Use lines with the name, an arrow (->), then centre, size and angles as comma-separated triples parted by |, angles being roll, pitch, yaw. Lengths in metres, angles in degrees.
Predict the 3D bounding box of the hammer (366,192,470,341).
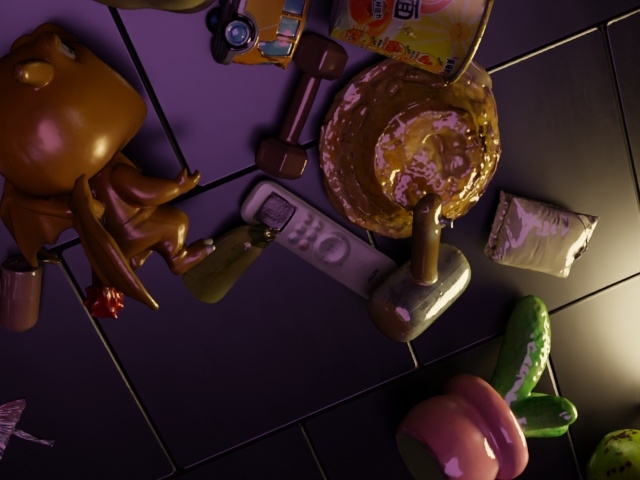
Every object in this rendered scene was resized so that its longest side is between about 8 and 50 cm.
hammer -> 0.171, 0.027, 1.309 | 0.202, 0.113, 0.305 | -42, 152, -27

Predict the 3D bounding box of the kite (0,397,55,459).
kite -> -0.547, 0.336, 1.411 | 0.157, 0.011, 0.139 | 24, 106, -19

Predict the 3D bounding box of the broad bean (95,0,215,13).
broad bean -> -0.259, -0.410, 1.095 | 0.263, 0.121, 0.189 | 18, 109, -6

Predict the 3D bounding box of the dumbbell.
dumbbell -> -0.032, -0.212, 1.266 | 0.092, 0.082, 0.231 | 26, 106, 16

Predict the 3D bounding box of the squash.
squash -> -0.141, 0.020, 1.343 | 0.200, 0.075, 0.090 | -39, 96, 27

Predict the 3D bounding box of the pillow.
pillow -> 0.391, -0.010, 1.441 | 0.181, 0.078, 0.134 | 14, 107, -15

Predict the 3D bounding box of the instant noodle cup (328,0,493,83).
instant noodle cup -> 0.129, -0.375, 1.160 | 0.200, 0.264, 0.264 | 11, 108, -7

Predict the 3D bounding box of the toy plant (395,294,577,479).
toy plant -> 0.318, 0.314, 1.485 | 0.356, 0.210, 0.317 | -26, 112, -15

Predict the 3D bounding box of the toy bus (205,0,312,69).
toy bus -> -0.084, -0.357, 1.185 | 0.136, 0.126, 0.209 | 8, 109, -24

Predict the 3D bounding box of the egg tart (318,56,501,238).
egg tart -> 0.158, -0.147, 1.315 | 0.341, 0.129, 0.341 | -3, 110, -10

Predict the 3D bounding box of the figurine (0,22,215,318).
figurine -> -0.327, -0.090, 1.121 | 0.268, 0.401, 0.387 | -39, 120, -17

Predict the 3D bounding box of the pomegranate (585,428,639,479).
pomegranate -> 0.660, 0.459, 1.619 | 0.211, 0.211, 0.263 | 45, 74, -23

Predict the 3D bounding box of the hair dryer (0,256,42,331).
hair dryer -> -0.546, 0.077, 1.289 | 0.182, 0.064, 0.117 | 11, 112, -7

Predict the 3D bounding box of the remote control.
remote control -> 0.001, -0.001, 1.383 | 0.309, 0.038, 0.090 | 34, 100, -21
